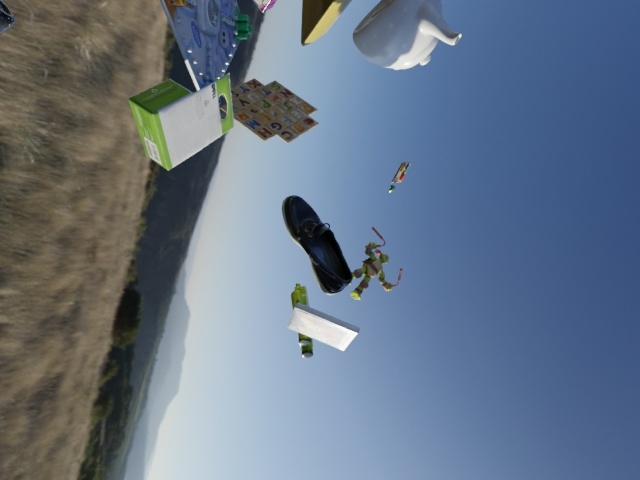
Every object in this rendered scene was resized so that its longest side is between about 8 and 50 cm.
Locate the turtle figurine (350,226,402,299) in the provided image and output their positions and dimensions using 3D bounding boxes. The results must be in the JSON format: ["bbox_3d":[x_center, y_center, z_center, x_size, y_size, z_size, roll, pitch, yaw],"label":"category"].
[{"bbox_3d":[0.177,0.099,1.668,0.087,0.217,0.270,20,-38,54],"label":"turtle figurine"}]

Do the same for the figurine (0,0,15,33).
[{"bbox_3d":[-0.727,-0.410,0.830,0.209,0.092,0.215,-42,160,5],"label":"figurine"}]

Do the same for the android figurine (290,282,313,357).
[{"bbox_3d":[-0.066,0.281,1.668,0.248,0.056,0.273,82,-1,-47],"label":"android figurine"}]

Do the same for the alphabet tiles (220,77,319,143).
[{"bbox_3d":[-0.185,-0.485,1.676,0.285,0.342,0.011,-39,158,-34],"label":"alphabet tiles"}]

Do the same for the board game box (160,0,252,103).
[{"bbox_3d":[-0.309,-0.661,1.313,0.390,0.050,0.390,78,22,-58],"label":"board game box"}]

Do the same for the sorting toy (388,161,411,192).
[{"bbox_3d":[0.198,-0.157,1.138,0.062,0.012,0.083,-16,138,-58],"label":"sorting toy"}]

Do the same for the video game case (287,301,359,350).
[{"bbox_3d":[0.003,0.268,1.397,0.183,0.201,0.023,111,2,-58],"label":"video game case"}]

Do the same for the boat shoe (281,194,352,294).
[{"bbox_3d":[-0.003,0.002,1.398,0.113,0.127,0.340,-28,-96,54],"label":"boat shoe"}]

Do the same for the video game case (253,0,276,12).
[{"bbox_3d":[-0.122,-0.601,0.870,0.042,0.210,0.232,-48,-166,-33],"label":"video game case"}]

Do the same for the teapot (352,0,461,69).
[{"bbox_3d":[0.218,-0.536,1.181,0.252,0.187,0.256,-30,-153,34],"label":"teapot"}]

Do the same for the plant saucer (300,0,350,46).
[{"bbox_3d":[0.033,-0.801,1.364,0.332,0.081,0.333,175,-83,-70],"label":"plant saucer"}]

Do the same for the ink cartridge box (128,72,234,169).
[{"bbox_3d":[-0.362,-0.340,1.236,0.255,0.097,0.189,-43,156,-32],"label":"ink cartridge box"}]
